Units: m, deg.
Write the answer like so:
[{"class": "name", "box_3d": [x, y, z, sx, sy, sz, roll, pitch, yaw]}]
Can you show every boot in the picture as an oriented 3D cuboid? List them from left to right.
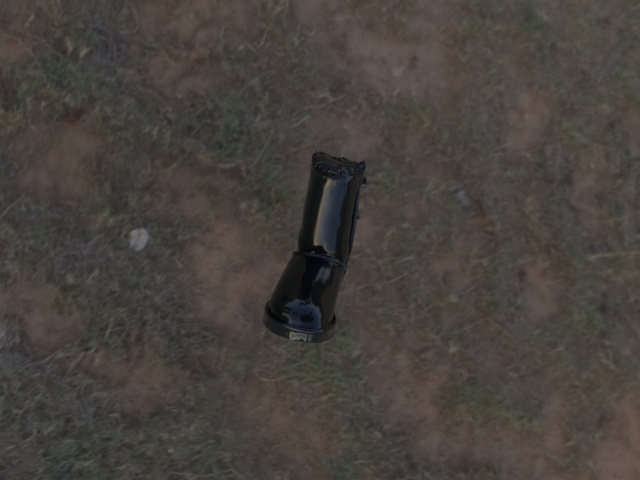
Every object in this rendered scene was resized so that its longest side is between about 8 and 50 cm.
[{"class": "boot", "box_3d": [0.000, 0.000, 0.543, 0.045, 0.121, 0.099, 14, 104, 5]}]
